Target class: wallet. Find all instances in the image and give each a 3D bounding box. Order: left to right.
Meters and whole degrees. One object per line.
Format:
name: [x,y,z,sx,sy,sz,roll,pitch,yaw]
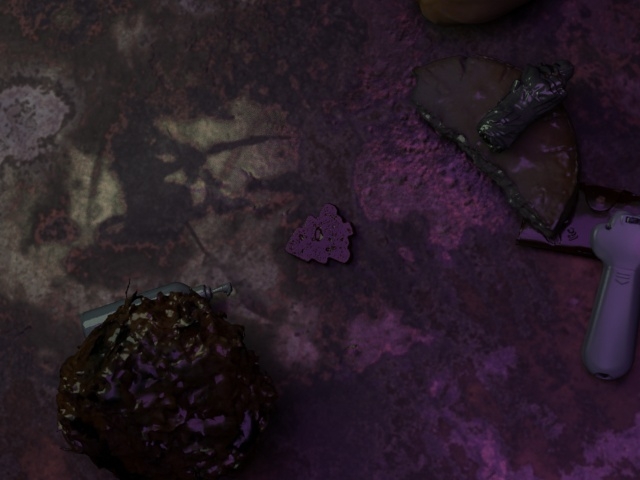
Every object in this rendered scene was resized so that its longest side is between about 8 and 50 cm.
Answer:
wallet: [0.333,-0.022,1.814,0.176,0.026,0.095,12,78,14]

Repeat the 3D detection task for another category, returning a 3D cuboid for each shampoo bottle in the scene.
shampoo bottle: [-0.202,0.087,1.888,0.195,0.056,0.056,-18,75,6]

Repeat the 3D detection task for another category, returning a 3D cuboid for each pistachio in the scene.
pistachio: [0.213,-0.357,1.861,0.229,0.157,0.157,-27,74,-1]

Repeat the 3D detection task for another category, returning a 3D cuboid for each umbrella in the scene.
umbrella: [0.248,-0.166,1.800,0.143,0.062,0.067,-40,34,-6]

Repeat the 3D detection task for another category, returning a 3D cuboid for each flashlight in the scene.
flashlight: [0.352,0.065,1.768,0.093,0.047,0.200,10,92,13]

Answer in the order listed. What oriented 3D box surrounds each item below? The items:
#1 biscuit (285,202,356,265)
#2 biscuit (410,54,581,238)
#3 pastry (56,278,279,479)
biscuit: [0.000,0.000,1.885,0.092,0.016,0.082,-22,79,7]
biscuit: [0.231,-0.143,1.845,0.141,0.038,0.290,-39,67,-8]
pastry: [-0.189,0.189,1.779,0.275,0.193,0.275,0,91,10]
